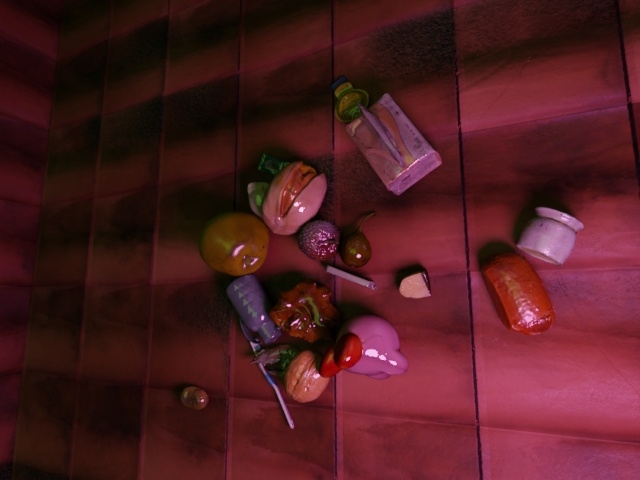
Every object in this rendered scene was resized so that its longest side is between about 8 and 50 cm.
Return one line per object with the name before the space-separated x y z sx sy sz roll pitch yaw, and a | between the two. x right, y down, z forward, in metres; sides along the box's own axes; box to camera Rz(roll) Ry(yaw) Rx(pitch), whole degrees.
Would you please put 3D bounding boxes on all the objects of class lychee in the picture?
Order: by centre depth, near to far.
lychee | 0.000 0.000 1.569 0.197 0.165 0.165 18 90 62

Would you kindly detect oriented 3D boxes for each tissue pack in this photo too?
tissue pack | 0.250 -0.357 1.475 0.239 0.239 0.305 -37 68 17
tissue pack | -0.206 -0.327 1.806 0.138 0.028 0.085 26 97 22

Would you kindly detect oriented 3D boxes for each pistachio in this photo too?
pistachio | -0.109 -0.164 1.631 0.230 0.230 0.308 24 82 27

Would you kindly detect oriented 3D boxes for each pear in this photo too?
pear | -0.355 0.005 1.694 0.295 0.294 0.294 -4 80 26

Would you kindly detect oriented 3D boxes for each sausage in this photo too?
sausage | 0.601 0.158 1.256 0.141 0.153 0.267 -21 72 2

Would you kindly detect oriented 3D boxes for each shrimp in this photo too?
shrimp | -0.180 0.488 1.633 0.224 0.047 0.126 -14 78 9

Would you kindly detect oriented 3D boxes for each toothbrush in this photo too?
toothbrush | -0.198 0.571 1.646 0.040 0.040 0.386 -36 66 17

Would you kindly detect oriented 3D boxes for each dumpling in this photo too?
dumpling | -0.224 -0.168 1.745 0.111 0.155 0.181 22 130 61

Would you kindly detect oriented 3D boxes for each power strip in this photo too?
power strip | 0.117 0.139 1.540 0.227 0.080 0.029 19 86 27

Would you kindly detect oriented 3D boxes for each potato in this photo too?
potato | 0.329 0.150 1.439 0.103 0.066 0.096 -12 101 19
potato | -0.544 0.683 1.781 0.138 0.070 0.091 6 86 28

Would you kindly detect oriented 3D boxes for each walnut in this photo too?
walnut | -0.052 0.503 1.521 0.165 0.165 0.197 35 92 26

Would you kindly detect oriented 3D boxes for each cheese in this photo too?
cheese | 0.114 -0.574 1.668 0.157 0.064 0.250 -31 60 18

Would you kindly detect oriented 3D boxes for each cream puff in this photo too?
cream puff | -0.061 0.270 1.556 0.269 0.155 0.240 -8 75 -4

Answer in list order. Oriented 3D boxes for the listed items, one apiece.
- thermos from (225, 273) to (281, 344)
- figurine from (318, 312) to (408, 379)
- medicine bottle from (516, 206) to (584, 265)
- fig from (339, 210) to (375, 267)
thermos | -0.272 0.295 1.672 0.182 0.145 0.286 -44 67 25
figurine | 0.146 0.353 1.398 0.262 0.269 0.211 8 63 -13
medicine bottle | 0.693 -0.016 1.243 0.147 0.147 0.143 28 93 27
fig | 0.151 -0.012 1.536 0.124 0.124 0.236 15 77 27
